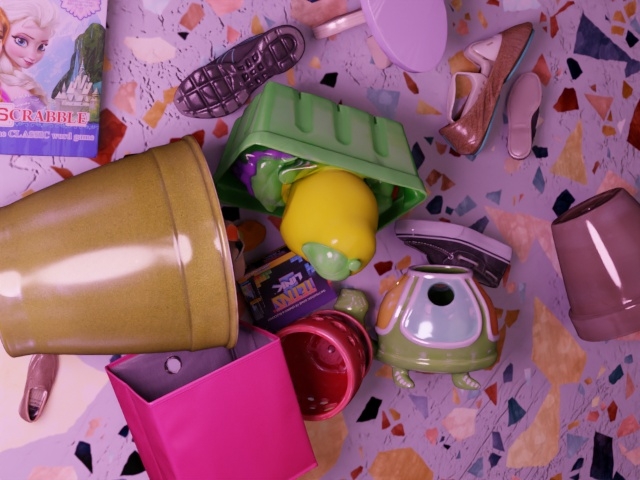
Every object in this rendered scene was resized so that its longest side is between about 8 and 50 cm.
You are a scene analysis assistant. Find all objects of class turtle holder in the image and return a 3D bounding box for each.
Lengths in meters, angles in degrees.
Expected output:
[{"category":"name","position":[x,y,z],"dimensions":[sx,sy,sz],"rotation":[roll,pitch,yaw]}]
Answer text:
[{"category":"turtle holder","position":[0.214,0.167,1.752],"dimensions":[0.243,0.320,0.227],"rotation":[-14,108,-58]}]

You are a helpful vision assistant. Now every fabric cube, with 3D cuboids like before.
[{"category":"fabric cube","position":[-0.198,0.313,1.505],"dimensions":[0.254,0.259,0.258],"rotation":[-25,109,-26]}]

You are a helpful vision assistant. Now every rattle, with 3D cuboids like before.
[{"category":"rattle","position":[-0.133,-0.003,1.536],"dimensions":[0.142,0.200,0.130],"rotation":[-6,71,-23]}]

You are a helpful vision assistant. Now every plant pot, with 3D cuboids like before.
[{"category":"plant pot","position":[-0.001,0.234,1.633],"dimensions":[0.174,0.191,0.191],"rotation":[-31,117,-69]},{"category":"plant pot","position":[-0.352,0.039,1.361],"dimensions":[0.353,0.366,0.366],"rotation":[-12,102,-17]},{"category":"plant pot","position":[0.694,0.041,1.980],"dimensions":[0.323,0.323,0.280],"rotation":[-32,93,-23]}]

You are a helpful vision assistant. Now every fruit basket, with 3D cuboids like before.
[{"category":"fruit basket","position":[-0.001,-0.071,1.517],"dimensions":[0.392,0.283,0.392],"rotation":[12,65,-25]}]

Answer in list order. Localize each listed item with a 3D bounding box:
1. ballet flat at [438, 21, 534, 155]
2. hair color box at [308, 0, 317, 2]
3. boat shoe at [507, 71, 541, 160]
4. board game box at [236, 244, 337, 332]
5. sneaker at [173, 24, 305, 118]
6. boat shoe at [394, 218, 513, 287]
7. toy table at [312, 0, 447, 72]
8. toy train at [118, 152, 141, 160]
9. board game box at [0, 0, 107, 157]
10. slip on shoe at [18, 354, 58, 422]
[{"category":"ballet flat","position":[0.355,-0.355,1.845],"dimensions":[0.124,0.116,0.342],"rotation":[27,86,-10]},{"category":"hair color box","position":[0.046,-0.551,1.495],"dimensions":[0.105,0.347,0.174],"rotation":[16,88,-29]},{"category":"boat shoe","position":[0.472,-0.286,1.944],"dimensions":[0.065,0.075,0.206],"rotation":[23,74,-72]},{"category":"board game box","position":[-0.069,0.088,1.645],"dimensions":[0.170,0.048,0.141],"rotation":[-28,113,-10]},{"category":"sneaker","position":[-0.151,-0.311,1.560],"dimensions":[0.267,0.106,0.101],"rotation":[-29,111,-2]},{"category":"boat shoe","position":[0.297,0.034,1.831],"dimensions":[0.335,0.121,0.119],"rotation":[16,83,-32]},{"category":"toy table","position":[0.123,-0.460,1.653],"dimensions":[0.252,0.161,0.274],"rotation":[-21,106,-28]},{"category":"toy train","position":[-0.294,-0.150,1.533],"dimensions":[0.158,0.027,0.036],"rotation":[-10,89,-28]},{"category":"board game box","position":[-0.510,-0.296,1.333],"dimensions":[0.318,0.066,0.318],"rotation":[-2,110,-29]},{"category":"slip on shoe","position":[-0.490,0.250,1.455],"dimensions":[0.051,0.041,0.135],"rotation":[22,84,-29]}]
